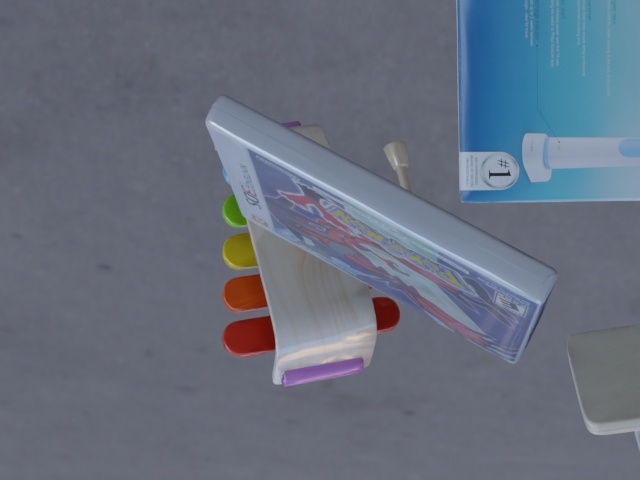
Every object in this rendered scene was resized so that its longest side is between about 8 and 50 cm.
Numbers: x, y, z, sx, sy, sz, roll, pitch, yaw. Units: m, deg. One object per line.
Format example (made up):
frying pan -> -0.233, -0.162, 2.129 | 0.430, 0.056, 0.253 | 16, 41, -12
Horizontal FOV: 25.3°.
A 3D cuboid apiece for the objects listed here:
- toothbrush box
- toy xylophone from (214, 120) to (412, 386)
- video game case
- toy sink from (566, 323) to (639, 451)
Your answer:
toothbrush box -> 0.271, -0.148, 1.274 | 0.295, 0.216, 0.126 | -1, -170, 9
toy xylophone -> 0.000, 0.000, 1.611 | 0.236, 0.323, 0.081 | -2, 158, -12
video game case -> 0.034, 0.000, 0.815 | 0.201, 0.023, 0.183 | 28, 169, 10
toy sink -> 0.369, 0.169, 1.382 | 0.234, 0.153, 0.131 | -9, 119, 5
